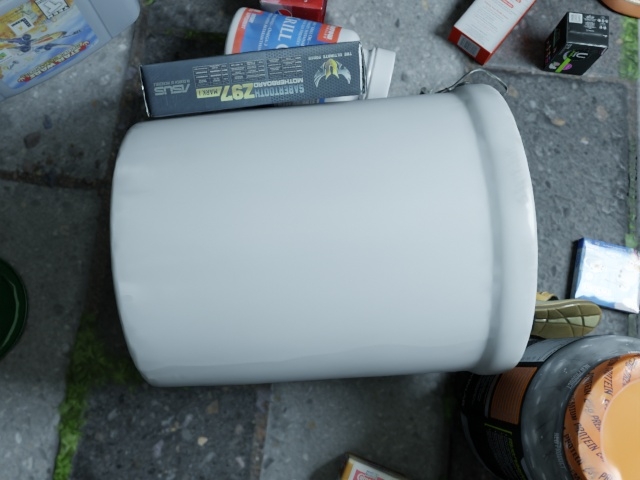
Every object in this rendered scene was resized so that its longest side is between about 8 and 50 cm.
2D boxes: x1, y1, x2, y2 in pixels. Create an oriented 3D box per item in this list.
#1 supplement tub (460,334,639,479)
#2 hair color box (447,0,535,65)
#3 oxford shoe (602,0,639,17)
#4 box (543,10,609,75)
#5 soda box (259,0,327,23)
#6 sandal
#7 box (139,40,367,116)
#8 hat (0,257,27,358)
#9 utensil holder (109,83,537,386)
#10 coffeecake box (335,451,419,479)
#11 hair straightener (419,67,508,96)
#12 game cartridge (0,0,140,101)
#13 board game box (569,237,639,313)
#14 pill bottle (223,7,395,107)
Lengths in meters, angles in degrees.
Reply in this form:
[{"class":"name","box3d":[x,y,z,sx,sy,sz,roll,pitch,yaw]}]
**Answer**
[{"class":"supplement tub","box3d":[0.285,0.202,0.661,0.194,0.316,0.193,0,80,-2]},{"class":"hair color box","box3d":[0.263,-0.341,0.905,0.072,0.043,0.141,39,81,6]},{"class":"oxford shoe","box3d":[0.606,-0.380,0.877,0.364,0.132,0.129,6,78,-1]},{"class":"box","box3d":[0.370,-0.285,0.876,0.062,0.083,0.052,7,78,0]},{"class":"soda box","box3d":[-0.025,-0.441,0.895,0.092,0.083,0.263,7,79,0]},{"class":"sandal","box3d":[0.290,0.097,0.815,0.180,0.072,0.049,-2,41,-2]},{"class":"box","box3d":[-0.064,-0.188,0.695,0.233,0.183,0.059,-5,106,5]},{"class":"hat","box3d":[-0.495,0.089,0.726,0.209,0.183,0.172,-33,82,-7]},{"class":"utensil holder","box3d":[0.000,0.000,0.694,0.386,0.327,0.327,-4,79,1]},{"class":"coffeecake box","box3d":[0.067,0.380,0.746,0.143,0.068,0.185,21,79,3]},{"class":"hair straightener","box3d":[0.162,-0.178,0.846,0.231,0.089,0.047,-24,65,-5]},{"class":"game cartridge","box3d":[-0.386,-0.281,0.794,0.297,0.198,0.062,-33,81,-7]},{"class":"board game box","box3d":[0.402,0.049,0.845,0.090,0.020,0.089,13,80,1]},{"class":"pill bottle","box3d":[-0.014,-0.239,0.836,0.222,0.124,0.124,11,79,0]}]
